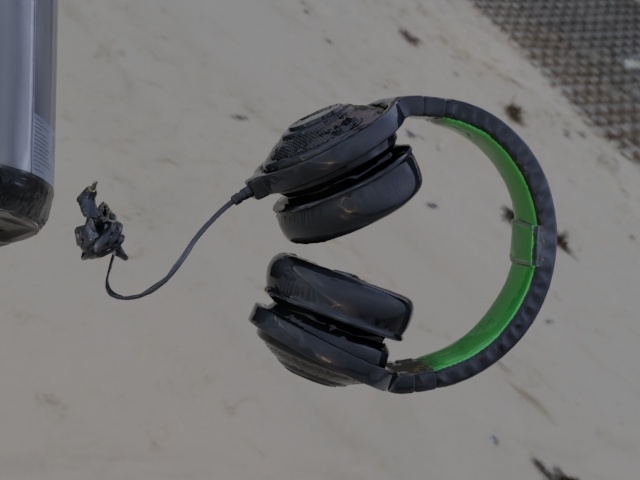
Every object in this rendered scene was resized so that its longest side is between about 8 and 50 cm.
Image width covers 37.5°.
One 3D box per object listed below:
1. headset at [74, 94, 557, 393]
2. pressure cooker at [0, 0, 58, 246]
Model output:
[{"bbox_3d":[0.000,0.000,0.791,0.394,0.243,0.185,0,6,-19],"label":"headset"},{"bbox_3d":[-0.471,-0.213,1.036,0.375,0.370,0.420,6,79,-39],"label":"pressure cooker"}]
